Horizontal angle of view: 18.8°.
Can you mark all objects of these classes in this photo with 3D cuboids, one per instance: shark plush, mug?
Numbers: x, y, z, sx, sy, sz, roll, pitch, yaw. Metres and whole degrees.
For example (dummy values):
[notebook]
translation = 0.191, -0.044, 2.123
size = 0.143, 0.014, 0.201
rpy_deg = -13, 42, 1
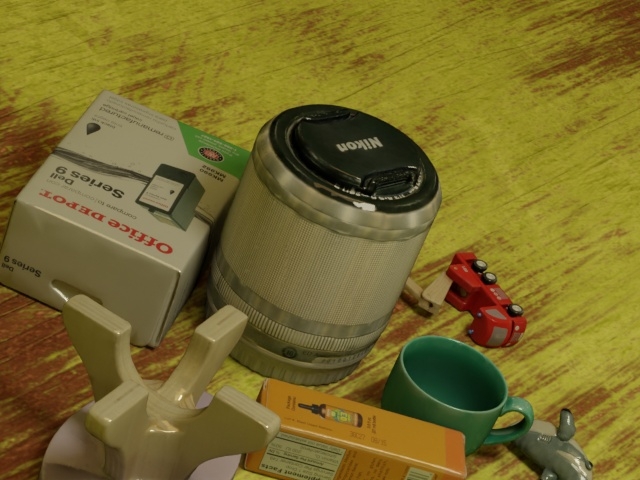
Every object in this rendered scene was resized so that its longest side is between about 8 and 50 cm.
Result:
[shark plush]
translation = 0.273, 0.271, 2.212
size = 0.067, 0.073, 0.161
rpy_deg = -16, 67, -18
[mug]
translation = 0.144, 0.193, 2.177
size = 0.158, 0.097, 0.129
rpy_deg = 38, 36, 22

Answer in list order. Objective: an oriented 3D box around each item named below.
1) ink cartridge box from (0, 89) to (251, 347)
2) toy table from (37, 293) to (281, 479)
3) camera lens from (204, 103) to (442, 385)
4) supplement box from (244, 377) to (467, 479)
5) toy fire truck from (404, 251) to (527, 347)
[ink cartridge box]
translation = -0.223, -0.030, 2.256
size = 0.211, 0.121, 0.289
rpy_deg = 23, 34, 2
[toy table]
translation = -0.167, 0.176, 1.958
size = 0.252, 0.161, 0.274
rpy_deg = 24, 33, 6
[camera lens]
translation = 0.000, 0.000, 2.204
size = 0.219, 0.274, 0.219
rpy_deg = 15, 33, -10
[supplement box]
translation = 0.037, 0.226, 2.088
size = 0.233, 0.080, 0.078
rpy_deg = 18, 32, -9
[toy fire truck]
translation = 0.156, 0.061, 2.418
size = 0.135, 0.047, 0.192
rpy_deg = -4, 42, -34
